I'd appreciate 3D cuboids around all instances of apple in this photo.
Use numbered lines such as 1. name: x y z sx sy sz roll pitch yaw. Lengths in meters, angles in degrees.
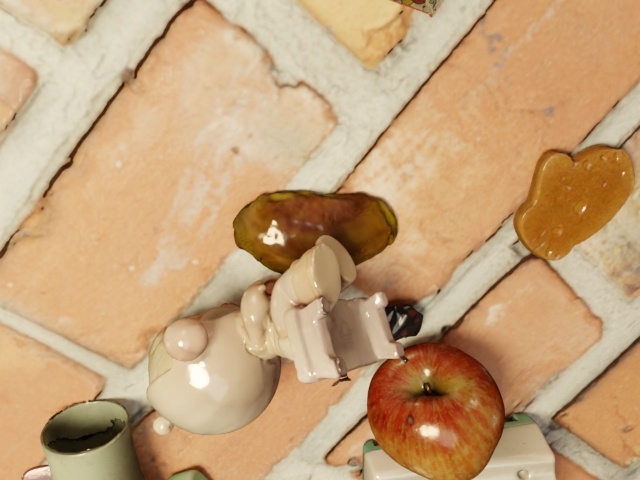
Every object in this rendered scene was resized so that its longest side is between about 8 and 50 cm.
1. apple: 0.127 0.190 0.710 0.146 0.146 0.131 -25 135 0

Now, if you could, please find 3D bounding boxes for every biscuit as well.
1. biscuit: 0.266 -0.050 0.696 0.140 0.023 0.118 -37 117 6

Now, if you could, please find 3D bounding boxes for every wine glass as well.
1. wine glass: -0.230 0.290 0.699 0.103 0.103 0.231 -8 112 -9

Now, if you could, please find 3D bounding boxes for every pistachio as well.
1. pistachio: 0.000 0.000 0.645 0.172 0.049 0.090 0 116 -12

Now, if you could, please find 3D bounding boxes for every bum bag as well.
1. bum bag: 0.053 0.099 0.710 0.124 0.034 0.058 -18 131 -4

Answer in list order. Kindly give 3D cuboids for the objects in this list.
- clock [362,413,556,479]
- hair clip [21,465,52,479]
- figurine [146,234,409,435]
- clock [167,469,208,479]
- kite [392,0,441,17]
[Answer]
1. clock: 0.173 0.367 0.819 0.231 0.116 0.262 -7 115 -9
2. hair clip: -0.303 0.313 0.737 0.054 0.022 0.137 -5 115 -14
3. figurine: -0.063 0.111 0.623 0.256 0.182 0.145 -27 95 28
4. clock: -0.138 0.339 0.744 0.041 0.101 0.135 -17 121 12
5. kite: 0.054 -0.268 0.504 0.198 0.006 0.244 -15 143 22
